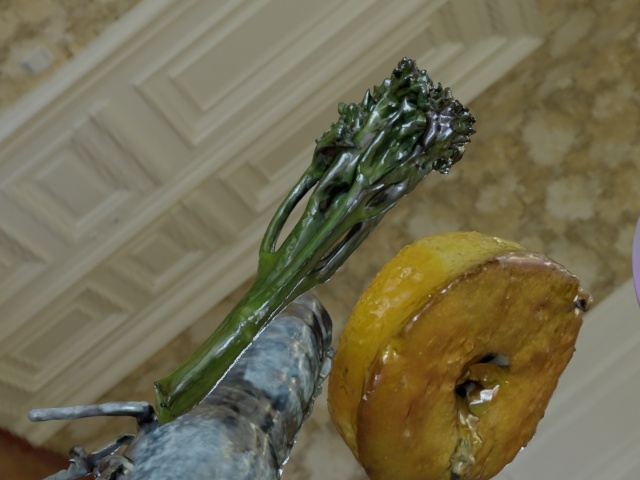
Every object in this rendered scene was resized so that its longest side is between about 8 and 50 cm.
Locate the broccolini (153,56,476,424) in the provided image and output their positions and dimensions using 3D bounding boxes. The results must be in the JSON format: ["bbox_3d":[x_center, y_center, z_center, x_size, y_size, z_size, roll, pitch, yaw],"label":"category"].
[{"bbox_3d":[-0.011,-0.007,0.564,0.058,0.201,0.074,44,-23,10],"label":"broccolini"}]

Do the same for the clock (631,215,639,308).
[{"bbox_3d":[0.375,0.025,0.889,0.338,0.338,0.102,51,-39,4],"label":"clock"}]

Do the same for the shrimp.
[{"bbox_3d":[-0.086,0.161,0.834,0.221,0.410,0.166,35,-38,-3],"label":"shrimp"}]

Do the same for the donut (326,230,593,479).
[{"bbox_3d":[0.114,0.103,1.089,0.118,0.253,0.253,34,-11,35],"label":"donut"}]
